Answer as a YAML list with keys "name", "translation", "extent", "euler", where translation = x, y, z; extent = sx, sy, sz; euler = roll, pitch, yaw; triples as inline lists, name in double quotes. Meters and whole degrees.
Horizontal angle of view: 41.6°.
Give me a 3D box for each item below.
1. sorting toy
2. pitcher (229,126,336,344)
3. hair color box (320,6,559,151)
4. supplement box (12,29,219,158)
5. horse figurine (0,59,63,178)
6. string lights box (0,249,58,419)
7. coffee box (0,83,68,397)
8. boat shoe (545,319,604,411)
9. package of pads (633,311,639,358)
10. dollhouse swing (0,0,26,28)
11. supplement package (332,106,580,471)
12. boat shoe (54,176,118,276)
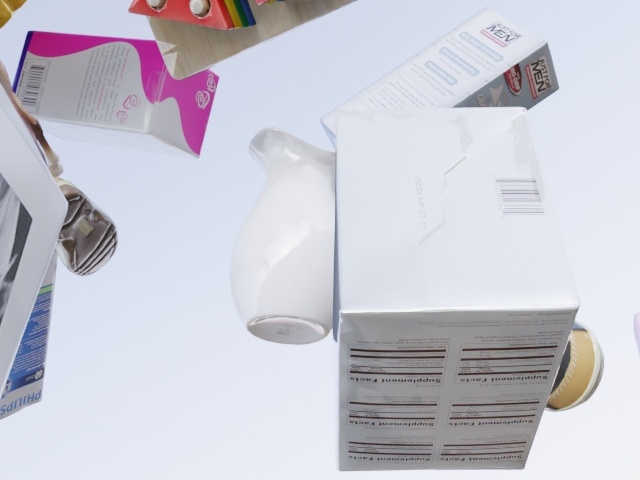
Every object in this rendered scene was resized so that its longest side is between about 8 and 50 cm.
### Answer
- name: "sorting toy"
  translation: [-0.099, -0.309, 0.779]
  extent: [0.255, 0.257, 0.089]
  euler: [-17, 10, 27]
- name: "pitcher"
  translation: [0.000, 0.000, 0.871]
  extent: [0.177, 0.207, 0.125]
  euler: [8, -27, -6]
- name: "hair color box"
  translation: [0.207, -0.240, 1.487]
  extent: [0.374, 0.185, 0.114]
  euler: [-35, -47, -3]
- name: "supplement box"
  translation: [-0.250, -0.176, 1.020]
  extent: [0.114, 0.220, 0.111]
  euler: [25, -102, -63]
- name: "horse figurine"
  translation: [-0.302, -0.120, 0.654]
  extent: [0.066, 0.263, 0.174]
  euler: [-52, -31, -29]
- name: "string lights box"
  translation: [-0.464, 0.127, 1.232]
  extent: [0.133, 0.076, 0.260]
  euler: [-20, -57, -67]
- name: "coffee box"
  translation: [-0.317, 0.004, 0.194]
  extent: [0.337, 0.334, 0.338]
  euler: [-6, -44, 9]
- name: "boat shoe"
  translation: [0.184, 0.126, 1.285]
  extent: [0.156, 0.500, 0.187]
  euler: [20, -93, -38]
- name: "package of pads"
  translation: [0.455, 0.144, 1.167]
  extent: [0.031, 0.083, 0.050]
  euler: [-7, -42, 13]
- name: "dollhouse swing"
  translation: [-0.317, -0.337, 0.847]
  extent: [0.347, 0.304, 0.315]
  euler: [-59, -34, -23]
- name: "supplement package"
  translation: [0.083, 0.040, 0.631]
  extent: [0.149, 0.194, 0.203]
  euler: [0, -42, 1]
- name: "boat shoe"
  translation: [-0.260, -0.025, 0.862]
  extent: [0.068, 0.072, 0.190]
  euler: [-47, -14, -19]
